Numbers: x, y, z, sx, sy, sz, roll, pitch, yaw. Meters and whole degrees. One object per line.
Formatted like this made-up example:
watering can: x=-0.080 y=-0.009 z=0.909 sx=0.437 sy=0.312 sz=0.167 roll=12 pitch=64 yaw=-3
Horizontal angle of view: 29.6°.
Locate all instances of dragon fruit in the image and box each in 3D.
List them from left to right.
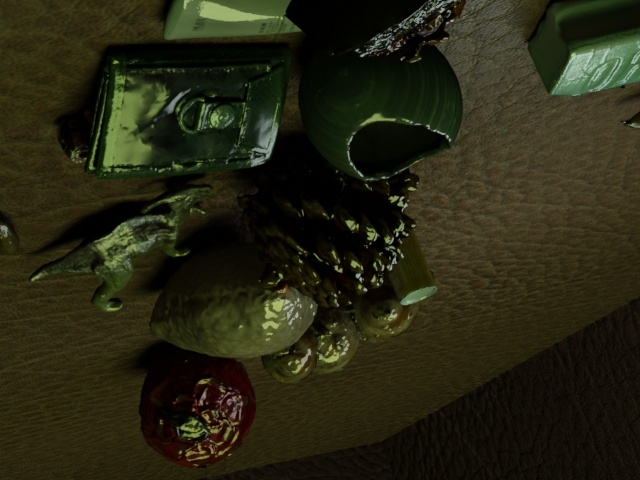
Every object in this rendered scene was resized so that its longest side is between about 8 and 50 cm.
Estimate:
dragon fruit: x=-0.249 y=0.327 z=2.388 sx=0.244 sy=0.244 sz=0.299 roll=-15 pitch=160 yaw=-15

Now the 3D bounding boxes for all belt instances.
belt: x=-0.200 y=-0.132 z=1.450 sx=0.232 sy=0.053 sz=0.071 roll=-8 pitch=154 yaw=-39

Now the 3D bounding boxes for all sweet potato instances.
sweet potato: x=-0.424 y=-0.009 z=1.588 sx=0.041 sy=0.038 sz=0.153 roll=-43 pitch=160 yaw=-5

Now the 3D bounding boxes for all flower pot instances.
flower pot: x=0.073 y=-0.168 z=1.466 sx=0.189 sy=0.157 sz=0.243 roll=-27 pitch=159 yaw=15

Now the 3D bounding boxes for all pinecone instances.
pinecone: x=0.013 y=-0.024 z=1.707 sx=0.257 sy=0.243 sz=0.243 roll=-31 pitch=172 yaw=-39

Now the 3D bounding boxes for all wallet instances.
wallet: x=-0.147 y=-0.147 z=1.389 sx=0.236 sy=0.055 sz=0.160 roll=-10 pitch=129 yaw=-36

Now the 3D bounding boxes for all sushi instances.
sushi: x=0.077 y=-0.264 z=1.233 sx=0.172 sy=0.153 sz=0.150 roll=-52 pitch=169 yaw=19

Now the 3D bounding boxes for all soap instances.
soap: x=0.404 y=-0.270 z=1.622 sx=0.230 sy=0.091 sz=0.145 roll=-14 pitch=161 yaw=-13

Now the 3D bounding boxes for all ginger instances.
ginger: x=0.051 y=0.145 z=2.264 sx=0.375 sy=0.176 sz=0.256 roll=-24 pitch=-177 yaw=-12

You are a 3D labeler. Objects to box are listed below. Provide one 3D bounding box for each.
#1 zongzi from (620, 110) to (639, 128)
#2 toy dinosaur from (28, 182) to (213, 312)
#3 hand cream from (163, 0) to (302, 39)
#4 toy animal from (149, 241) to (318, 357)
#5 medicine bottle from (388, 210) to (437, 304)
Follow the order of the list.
zongzi: x=0.642 y=-0.209 z=2.016 sx=0.256 sy=0.115 sz=0.228 roll=-20 pitch=167 yaw=18
toy dinosaur: x=-0.267 y=0.002 z=1.728 sx=0.294 sy=0.077 sz=0.162 roll=-39 pitch=154 yaw=9
hand cream: x=-0.045 y=-0.247 z=1.299 sx=0.255 sy=0.048 sz=0.079 roll=-8 pitch=153 yaw=-25
toy animal: x=-0.120 y=0.095 z=1.923 sx=0.226 sy=0.188 sz=0.358 roll=-1 pitch=176 yaw=-30
medicine bottle: x=0.110 y=-0.013 z=1.834 sx=0.074 sy=0.218 sz=0.074 roll=-19 pitch=161 yaw=-7
